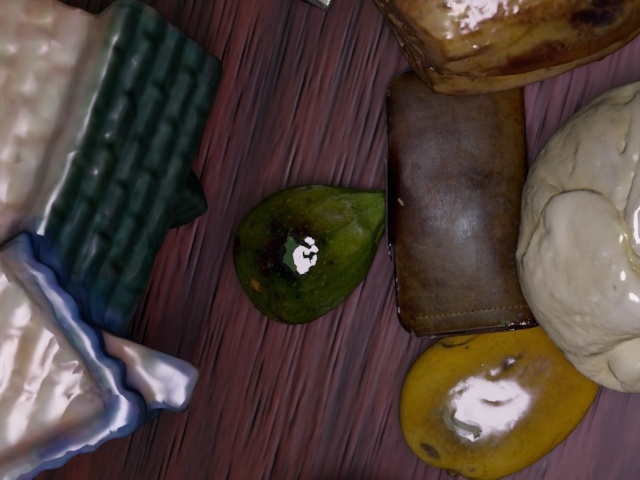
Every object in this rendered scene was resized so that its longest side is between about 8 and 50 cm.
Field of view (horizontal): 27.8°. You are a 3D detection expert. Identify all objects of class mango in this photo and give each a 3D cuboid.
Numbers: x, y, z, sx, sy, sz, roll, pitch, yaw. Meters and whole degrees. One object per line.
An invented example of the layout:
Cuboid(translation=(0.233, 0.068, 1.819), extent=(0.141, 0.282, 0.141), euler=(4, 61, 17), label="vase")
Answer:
Cuboid(translation=(0.162, 0.133, 1.154), extent=(0.195, 0.098, 0.137), euler=(-37, 79, 8), label="mango")

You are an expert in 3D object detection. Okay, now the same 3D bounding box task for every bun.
Cuboid(translation=(0.271, -0.009, 1.024), extent=(0.259, 0.160, 0.259), euler=(-1, 89, 21), label="bun")

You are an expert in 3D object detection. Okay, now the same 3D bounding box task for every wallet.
Cuboid(translation=(0.123, -0.041, 1.163), extent=(0.137, 0.031, 0.255), euler=(-6, 74, 19), label="wallet")

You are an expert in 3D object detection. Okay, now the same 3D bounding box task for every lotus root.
Cuboid(translation=(0.194, -0.219, 1.089), extent=(0.291, 0.193, 0.193), euler=(-24, 85, 1), label="lotus root")

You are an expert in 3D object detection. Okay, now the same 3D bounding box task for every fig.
Cuboid(translation=(0.000, 0.000, 1.199), extent=(0.156, 0.123, 0.123), euler=(-33, 81, -27), label="fig")

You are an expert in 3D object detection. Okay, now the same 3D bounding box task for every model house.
Cuboid(translation=(-0.273, 0.011, 1.154), extent=(0.400, 0.395, 0.445), euler=(16, 83, 2), label="model house")

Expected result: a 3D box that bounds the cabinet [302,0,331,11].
Cuboid(translation=(-0.073, -0.320, 1.175), extent=(0.206, 0.150, 0.145), euler=(25, 97, 12), label="cabinet")
